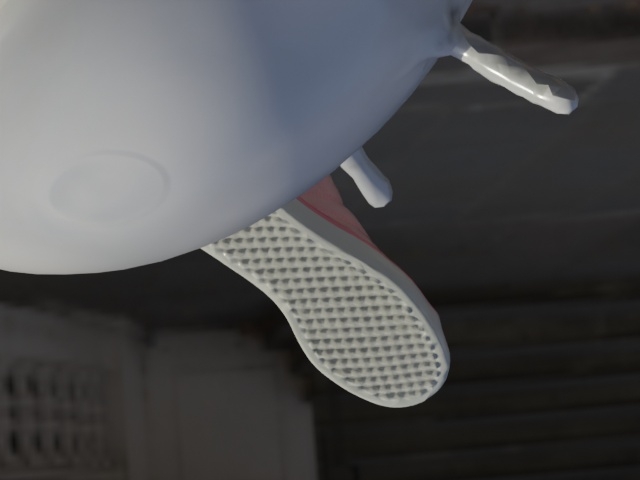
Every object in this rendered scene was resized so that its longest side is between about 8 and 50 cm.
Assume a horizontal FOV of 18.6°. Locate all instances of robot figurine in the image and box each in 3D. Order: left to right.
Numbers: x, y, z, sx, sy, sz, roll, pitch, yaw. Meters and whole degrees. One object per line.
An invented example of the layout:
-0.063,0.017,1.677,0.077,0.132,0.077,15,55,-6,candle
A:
-0.098,-0.131,0.444,0.353,0.200,0.300,40,175,-8,robot figurine

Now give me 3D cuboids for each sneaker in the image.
0.000,0.000,0.732,0.051,0.070,0.134,-38,111,25,sneaker
